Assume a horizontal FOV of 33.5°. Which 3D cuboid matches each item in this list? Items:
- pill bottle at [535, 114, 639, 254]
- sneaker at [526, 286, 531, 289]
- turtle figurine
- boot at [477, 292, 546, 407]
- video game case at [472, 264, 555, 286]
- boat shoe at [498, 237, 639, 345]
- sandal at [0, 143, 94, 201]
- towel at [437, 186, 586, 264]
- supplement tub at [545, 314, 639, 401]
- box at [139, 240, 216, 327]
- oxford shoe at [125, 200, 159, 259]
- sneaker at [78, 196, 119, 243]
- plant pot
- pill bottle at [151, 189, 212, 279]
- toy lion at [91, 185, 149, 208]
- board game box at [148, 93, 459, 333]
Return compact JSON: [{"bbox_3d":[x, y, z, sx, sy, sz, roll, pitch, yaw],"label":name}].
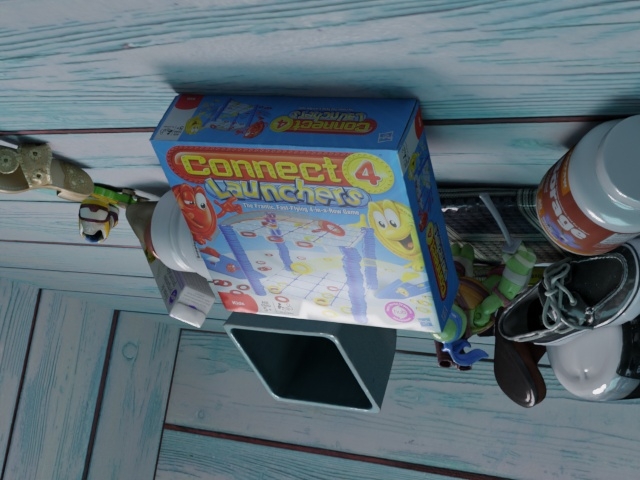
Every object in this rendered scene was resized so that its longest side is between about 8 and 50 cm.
[{"bbox_3d":[0.313,-0.060,1.138,0.121,0.121,0.216,9,169,-1],"label":"pill bottle"},{"bbox_3d":[0.455,0.127,2.142,0.077,0.072,0.178,-3,174,5],"label":"sneaker"},{"bbox_3d":[0.200,0.022,1.478,0.197,0.275,0.266,-31,175,22],"label":"turtle figurine"},{"bbox_3d":[0.420,0.168,1.812,0.280,0.096,0.264,-5,-150,-12],"label":"boot"},{"bbox_3d":[0.242,0.059,1.850,0.248,0.035,0.275,0,179,-15],"label":"video game case"},{"bbox_3d":[0.364,0.080,1.551,0.104,0.113,0.306,0,163,-24],"label":"boat shoe"},{"bbox_3d":[-0.429,-0.120,1.631,0.079,0.088,0.240,-35,154,27],"label":"sandal"},{"bbox_3d":[0.272,-0.025,1.583,0.312,0.056,0.324,0,164,27],"label":"towel"},{"bbox_3d":[0.546,0.145,1.688,0.338,0.207,0.207,1,173,-24],"label":"supplement tub"},{"bbox_3d":[-0.262,0.048,1.915,0.067,0.063,0.324,24,-166,-28],"label":"box"},{"bbox_3d":[-0.192,-0.015,1.904,0.130,0.123,0.348,34,-170,41],"label":"oxford shoe"},{"bbox_3d":[-0.419,-0.032,1.981,0.069,0.084,0.185,9,169,0],"label":"sneaker"},{"bbox_3d":[0.010,0.149,2.043,0.247,0.252,0.248,2,138,31],"label":"plant pot"},{"bbox_3d":[-0.110,-0.016,1.607,0.283,0.160,0.160,1,167,38],"label":"pill bottle"},{"bbox_3d":[-0.363,-0.074,1.873,0.096,0.034,0.100,13,171,18],"label":"toy lion"},{"bbox_3d":[-0.011,-0.030,1.279,0.308,0.086,0.302,4,137,23],"label":"board game box"}]
